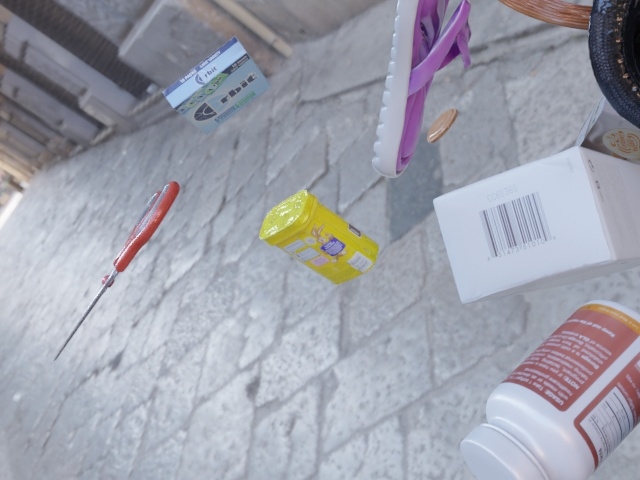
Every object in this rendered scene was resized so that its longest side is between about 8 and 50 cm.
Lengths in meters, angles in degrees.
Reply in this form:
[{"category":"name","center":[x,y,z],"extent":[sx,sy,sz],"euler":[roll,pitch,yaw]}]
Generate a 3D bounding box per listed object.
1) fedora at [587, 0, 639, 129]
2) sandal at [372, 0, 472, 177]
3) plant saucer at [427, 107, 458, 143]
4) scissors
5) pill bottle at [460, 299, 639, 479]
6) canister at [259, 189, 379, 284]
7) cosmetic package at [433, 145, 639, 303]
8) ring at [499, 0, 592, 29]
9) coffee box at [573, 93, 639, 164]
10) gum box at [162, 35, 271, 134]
[{"category":"fedora","center":[0.499,-0.299,0.994],"extent":[0.334,0.334,0.152],"euler":[-50,6,15]},{"category":"sandal","center":[0.163,-0.261,1.054],"extent":[0.416,0.102,0.169],"euler":[98,-162,-46]},{"category":"plant saucer","center":[0.238,-0.228,1.492],"extent":[0.083,0.013,0.083],"euler":[-49,14,17]},{"category":"scissors","center":[-0.287,0.042,1.059],"extent":[0.297,0.021,0.109],"euler":[-59,23,-13]},{"category":"pill bottle","center":[0.248,0.167,0.766],"extent":[0.216,0.121,0.121],"euler":[-37,14,-20]},{"category":"canister","center":[0.000,0.000,1.296],"extent":[0.126,0.170,0.073],"euler":[-27,38,45]},{"category":"cosmetic package","center":[0.354,-0.017,1.097],"extent":[0.217,0.385,0.156],"euler":[-21,77,36]},{"category":"ring","center":[0.412,-0.428,1.185],"extent":[0.032,0.337,0.336],"euler":[92,-171,-46]},{"category":"coffee box","center":[0.584,-0.207,1.460],"extent":[0.246,0.141,0.098],"euler":[83,-151,-72]},{"category":"gum box","center":[-0.180,-0.271,1.355],"extent":[0.157,0.041,0.184],"euler":[-36,-11,3]}]
